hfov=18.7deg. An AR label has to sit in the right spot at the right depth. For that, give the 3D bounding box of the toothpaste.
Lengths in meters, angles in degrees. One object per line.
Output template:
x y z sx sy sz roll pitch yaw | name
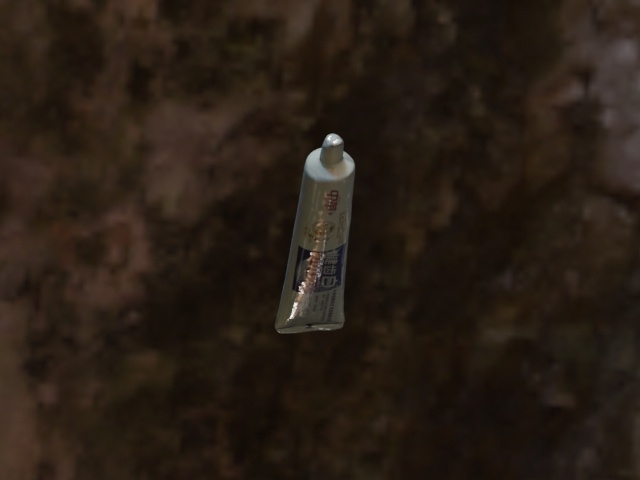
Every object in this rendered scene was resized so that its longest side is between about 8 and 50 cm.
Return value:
0.000 0.000 1.527 0.233 0.060 0.038 97 159 -49 | toothpaste
